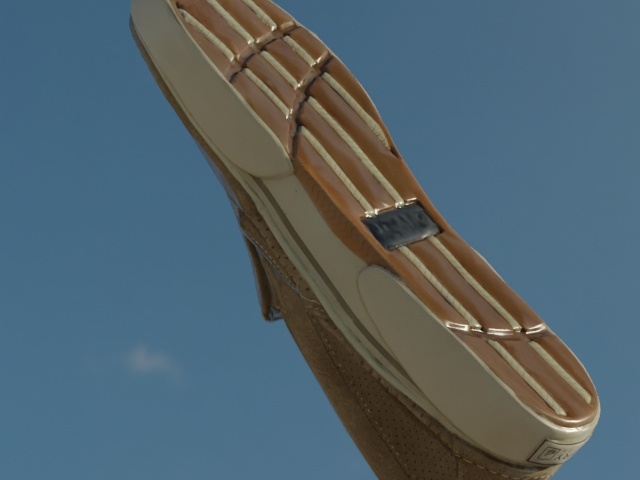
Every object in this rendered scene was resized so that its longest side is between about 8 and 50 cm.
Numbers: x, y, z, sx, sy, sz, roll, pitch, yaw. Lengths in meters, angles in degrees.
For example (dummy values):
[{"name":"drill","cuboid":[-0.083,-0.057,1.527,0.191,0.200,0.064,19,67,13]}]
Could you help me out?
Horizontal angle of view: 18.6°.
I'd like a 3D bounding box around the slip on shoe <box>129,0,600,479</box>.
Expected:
[{"name":"slip on shoe","cuboid":[0.000,0.000,0.401,0.135,0.051,0.041,49,-61,15]}]
